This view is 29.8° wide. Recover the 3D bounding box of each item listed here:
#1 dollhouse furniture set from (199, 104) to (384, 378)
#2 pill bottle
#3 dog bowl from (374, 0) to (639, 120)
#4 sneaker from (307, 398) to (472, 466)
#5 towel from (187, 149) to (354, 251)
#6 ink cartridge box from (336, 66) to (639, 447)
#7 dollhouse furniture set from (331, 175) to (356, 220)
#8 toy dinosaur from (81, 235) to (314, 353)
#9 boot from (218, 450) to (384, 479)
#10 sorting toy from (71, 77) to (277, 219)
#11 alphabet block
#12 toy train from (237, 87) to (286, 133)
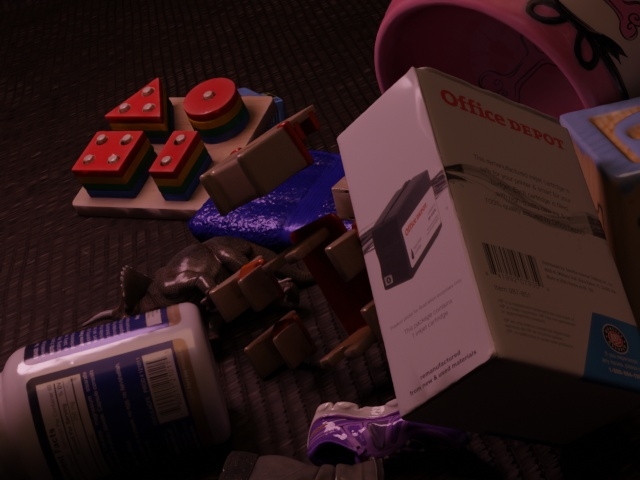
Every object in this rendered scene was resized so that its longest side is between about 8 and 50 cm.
[{"bbox_3d":[0.000,0.000,1.292,0.262,0.259,0.135,-23,11,46],"label":"dollhouse furniture set"},{"bbox_3d":[-0.236,0.168,1.239,0.265,0.153,0.153,-15,27,-5],"label":"pill bottle"},{"bbox_3d":[0.243,-0.207,1.519,0.408,0.408,0.150,14,52,42],"label":"dog bowl"},{"bbox_3d":[0.065,0.199,1.168,0.170,0.068,0.071,-9,41,27],"label":"sneaker"},{"bbox_3d":[-0.006,-0.061,1.672,0.308,0.076,0.227,4,30,30],"label":"towel"},{"bbox_3d":[0.159,0.018,1.123,0.129,0.223,0.307,-39,49,38],"label":"ink cartridge box"},{"bbox_3d":[0.114,-0.037,1.475,0.101,0.161,0.182,6,33,32],"label":"dollhouse furniture set"},{"bbox_3d":[-0.128,0.045,1.473,0.313,0.121,0.160,-30,45,-23],"label":"toy dinosaur"},{"bbox_3d":[-0.022,0.265,1.043,0.161,0.083,0.246,0,30,12],"label":"boot"},{"bbox_3d":[-0.236,-0.155,1.864,0.257,0.089,0.255,3,47,29],"label":"sorting toy"},{"bbox_3d":[0.386,-0.038,1.319,0.192,0.197,0.193,-12,27,0],"label":"alphabet block"},{"bbox_3d":[-0.135,-0.215,2.035,0.105,0.080,0.184,-15,24,-25],"label":"toy train"}]
